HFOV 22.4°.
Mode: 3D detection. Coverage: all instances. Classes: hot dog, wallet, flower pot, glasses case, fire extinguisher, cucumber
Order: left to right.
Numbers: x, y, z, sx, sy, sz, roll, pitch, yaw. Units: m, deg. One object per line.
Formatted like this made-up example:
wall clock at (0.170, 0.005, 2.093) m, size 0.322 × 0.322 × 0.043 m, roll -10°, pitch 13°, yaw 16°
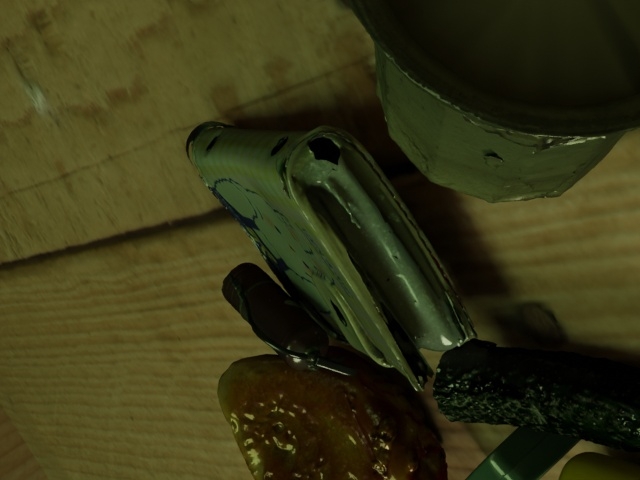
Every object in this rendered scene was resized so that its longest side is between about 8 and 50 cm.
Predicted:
fire extinguisher at (-0.038, 0.071, 1.393) m, size 0.157 × 0.078 × 0.045 m, roll 43°, pitch 116°, yaw 49°
wallet at (0.000, 0.000, 1.290) m, size 0.223 × 0.077 × 0.309 m, roll 53°, pitch 169°, yaw -14°
hot dog at (0.029, 0.199, 1.420) m, size 0.256 × 0.153 × 0.150 m, roll 63°, pitch -172°, yaw 15°
glasses case at (0.146, 0.188, 1.286) m, size 0.039 × 0.078 × 0.184 m, roll 47°, pitch 155°, yaw 11°
flower pot at (0.106, -0.111, 0.845) m, size 0.212 × 0.212 × 0.202 m, roll 48°, pitch 163°, yaw 15°
cucumber at (0.176, 0.110, 1.148) m, size 0.245 × 0.067 × 0.067 m, roll 3°, pitch 124°, yaw 55°

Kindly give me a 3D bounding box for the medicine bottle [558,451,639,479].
medicine bottle at (0.275, 0.216, 1.084) m, size 0.309 × 0.076 × 0.111 m, roll 10°, pitch 132°, yaw 59°
